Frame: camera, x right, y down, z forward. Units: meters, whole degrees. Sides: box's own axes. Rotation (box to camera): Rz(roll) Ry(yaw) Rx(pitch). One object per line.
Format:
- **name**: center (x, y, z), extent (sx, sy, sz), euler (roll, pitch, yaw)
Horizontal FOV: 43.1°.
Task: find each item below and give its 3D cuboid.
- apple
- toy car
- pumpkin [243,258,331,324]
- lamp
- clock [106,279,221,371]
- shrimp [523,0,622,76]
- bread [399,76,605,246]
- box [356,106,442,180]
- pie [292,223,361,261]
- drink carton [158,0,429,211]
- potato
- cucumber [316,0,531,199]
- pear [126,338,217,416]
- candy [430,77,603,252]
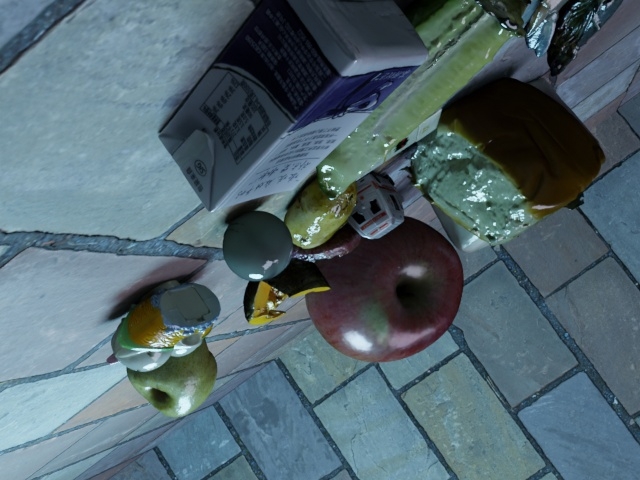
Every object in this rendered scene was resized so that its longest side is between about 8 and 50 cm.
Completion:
- **apple**: center (0.132, 0.106, 1.775), extent (0.345, 0.344, 0.269), euler (-31, -170, -22)
- **toy car**: center (0.101, -0.059, 1.463), extent (0.089, 0.108, 0.210), euler (-37, 170, 13)
- **pumpkin**: center (-0.077, 0.083, 1.544), extent (0.184, 0.107, 0.119), euler (-33, 165, 32)
- **lamp**: center (-0.090, 0.008, 1.165), extent (0.105, 0.105, 0.105), euler (-34, 170, -7)
- **clock**: center (-0.242, 0.136, 1.272), extent (0.144, 0.103, 0.231), euler (-39, 167, 26)
- **shrimp**: center (0.373, -0.336, 1.195), extent (0.178, 0.075, 0.289), euler (-21, 165, -27)
- **bread**: center (0.328, -0.140, 1.410), extent (0.250, 0.279, 0.225), euler (-29, 154, -36)
- **box**: center (0.117, -0.158, 1.298), extent (0.167, 0.024, 0.090), euler (-33, 169, -4)
- **pie**: center (0.000, 0.000, 1.412), extent (0.155, 0.036, 0.154), euler (-7, -163, 2)
- **drink carton**: center (-0.028, -0.131, 0.747), extent (0.222, 0.101, 0.134), euler (-43, 169, 35)
- **potato**: center (0.003, -0.048, 1.287), extent (0.107, 0.080, 0.170), euler (-11, 158, -38)
- **cucumber**: center (0.089, -0.180, 0.913), extent (0.325, 0.105, 0.145), euler (-44, -167, 40)
- **pear**: center (-0.263, 0.228, 1.452), extent (0.167, 0.167, 0.136), euler (-45, -168, 45)
- **candy**: center (0.378, -0.146, 1.674), extent (0.145, 0.208, 0.359), euler (-23, 165, -45)
